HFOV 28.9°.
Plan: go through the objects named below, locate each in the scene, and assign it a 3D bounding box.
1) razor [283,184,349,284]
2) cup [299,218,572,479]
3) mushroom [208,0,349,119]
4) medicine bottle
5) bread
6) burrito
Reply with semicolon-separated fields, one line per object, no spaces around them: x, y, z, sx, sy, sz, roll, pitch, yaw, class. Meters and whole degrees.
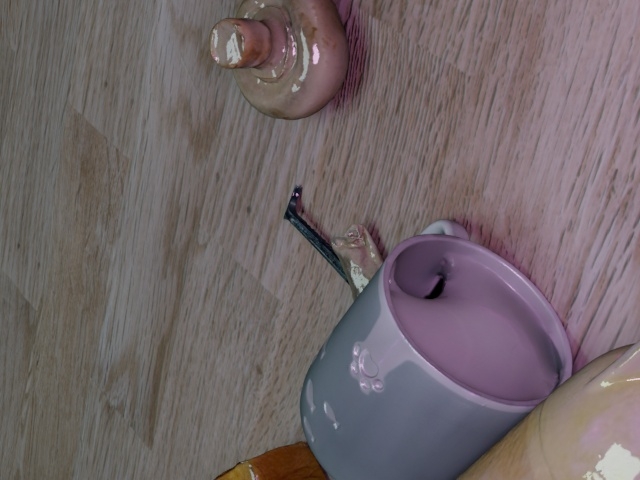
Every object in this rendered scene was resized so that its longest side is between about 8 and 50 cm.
-0.005;0.001;1.860;0.190;0.033;0.066;50;133;33;razor
0.125;0.140;1.570;0.274;0.259;0.357;-55;23;37;cup
-0.061;-0.261;1.760;0.206;0.209;0.206;31;143;27;mushroom
0.326;0.250;1.317;0.406;0.235;0.236;-50;58;36;medicine bottle
-0.078;0.409;1.943;0.158;0.149;0.143;-36;72;49;bread
0.082;0.110;1.751;0.082;0.059;0.275;-30;74;38;burrito
